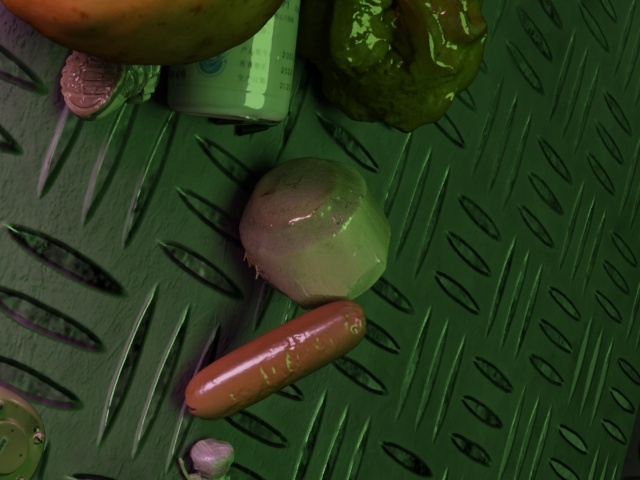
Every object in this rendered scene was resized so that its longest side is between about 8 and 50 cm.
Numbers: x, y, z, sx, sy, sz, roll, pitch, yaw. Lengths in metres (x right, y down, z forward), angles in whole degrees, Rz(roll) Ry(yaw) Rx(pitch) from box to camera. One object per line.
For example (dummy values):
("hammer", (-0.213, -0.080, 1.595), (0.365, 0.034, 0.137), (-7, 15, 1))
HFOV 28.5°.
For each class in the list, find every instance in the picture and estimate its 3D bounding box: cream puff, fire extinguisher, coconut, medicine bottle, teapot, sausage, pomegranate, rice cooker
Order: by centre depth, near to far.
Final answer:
("pomegranate", (-0.199, -0.387, 1.419), (0.410, 0.410, 0.410), (-15, 109, -53))
("rice cooker", (-0.401, 0.220, 1.423), (0.206, 0.127, 0.145), (50, 55, -57))
("medicine bottle", (-0.111, -0.309, 1.695), (0.170, 0.170, 0.293), (3, 94, -55))
("sausage", (-0.063, 0.173, 1.823), (0.289, 0.086, 0.086), (-29, 129, -5))
("teapot", (-0.167, 0.332, 1.848), (0.083, 0.064, 0.064), (-7, 113, -22))
("fire extinguisher", (-0.098, -0.179, 1.860), (0.173, 0.035, 0.049), (-9, 101, -51))
("coconut", (0.000, 0.000, 1.884), (0.224, 0.224, 0.234), (-52, 138, -36))
("cream puff", (0.110, -0.335, 1.925), (0.270, 0.274, 0.323), (13, 83, -65))

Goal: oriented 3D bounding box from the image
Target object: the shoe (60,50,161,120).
("shoe", (-0.254, -0.217, 1.592), (0.180, 0.089, 0.092), (-64, 154, -21))
